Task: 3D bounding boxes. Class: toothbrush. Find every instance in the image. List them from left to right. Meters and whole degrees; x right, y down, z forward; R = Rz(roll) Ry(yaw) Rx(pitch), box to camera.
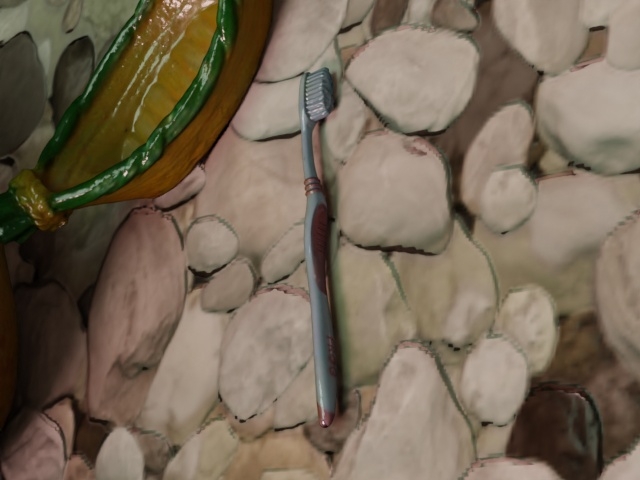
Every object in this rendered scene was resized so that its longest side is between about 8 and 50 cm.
[{"bbox_3d":[0.000,0.000,0.902,0.019,0.013,0.193,-20,57,32],"label":"toothbrush"}]

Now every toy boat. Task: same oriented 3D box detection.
[{"bbox_3d":[-0.096,-0.087,0.993,0.229,0.088,0.089,-59,41,10],"label":"toy boat"}]

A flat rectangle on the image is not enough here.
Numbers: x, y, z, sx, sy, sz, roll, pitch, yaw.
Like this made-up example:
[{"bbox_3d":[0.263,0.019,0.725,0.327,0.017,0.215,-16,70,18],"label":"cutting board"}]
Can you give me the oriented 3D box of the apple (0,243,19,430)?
[{"bbox_3d":[-0.326,0.053,1.032,0.338,0.305,0.338,-16,64,35],"label":"apple"}]
